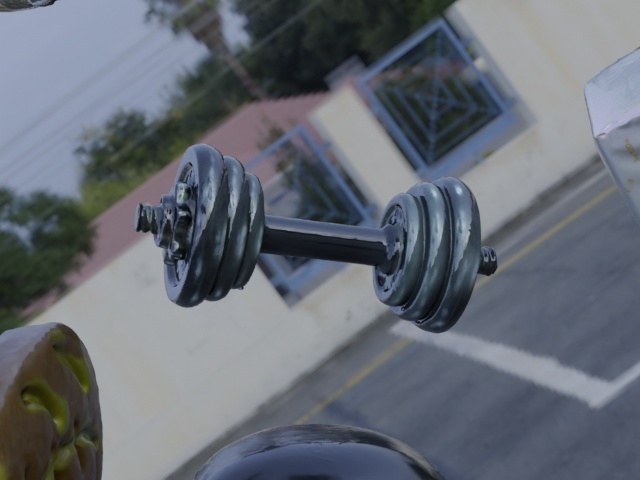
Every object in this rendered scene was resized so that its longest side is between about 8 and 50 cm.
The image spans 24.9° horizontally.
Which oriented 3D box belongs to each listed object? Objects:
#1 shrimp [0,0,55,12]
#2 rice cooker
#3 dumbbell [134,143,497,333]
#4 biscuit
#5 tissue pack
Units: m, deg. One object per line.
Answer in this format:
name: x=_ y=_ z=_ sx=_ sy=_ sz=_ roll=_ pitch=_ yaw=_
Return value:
shrimp: x=-0.272 y=-0.206 z=1.054 sx=0.173 sy=0.058 sz=0.253 roll=9 pitch=1 yaw=-32
rice cooker: x=0.001 y=0.272 z=1.144 sx=0.267 sy=0.267 sz=0.224 roll=-37 pitch=8 yaw=-3
dumbbell: x=0.000 y=0.000 z=1.571 sx=0.406 sy=0.179 sz=0.179 roll=8 pitch=-10 yaw=-16
biscuit: x=-0.230 y=0.254 z=1.106 sx=0.070 sy=0.350 sz=0.394 roll=3 pitch=35 yaw=7
tissue pack: x=0.365 y=-0.068 z=1.445 sx=0.124 sy=0.225 sz=0.185 roll=-29 pitch=17 yaw=16
